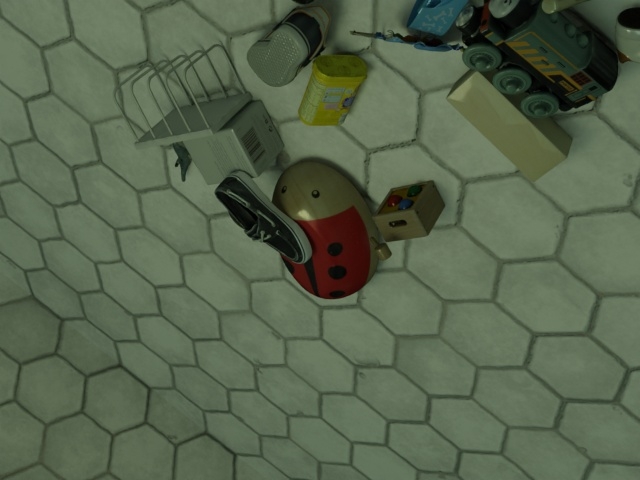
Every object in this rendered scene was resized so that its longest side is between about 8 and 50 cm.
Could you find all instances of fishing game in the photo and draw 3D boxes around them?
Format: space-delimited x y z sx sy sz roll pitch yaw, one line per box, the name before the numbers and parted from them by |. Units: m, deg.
fishing game | 0.202 -0.423 1.770 0.264 0.189 0.041 18 109 32

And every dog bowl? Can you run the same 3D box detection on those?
dog bowl | 0.268 -0.519 1.642 0.074 0.165 0.297 27 139 -9

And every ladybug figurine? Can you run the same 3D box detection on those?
ladybug figurine | 0.000 0.000 2.300 0.305 0.162 0.449 5 131 30

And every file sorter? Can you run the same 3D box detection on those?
file sorter | -0.361 -0.370 2.170 0.278 0.193 0.173 -5 123 37

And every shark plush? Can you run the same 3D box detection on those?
shark plush | -0.400 -0.236 2.413 0.073 0.067 0.161 30 139 6

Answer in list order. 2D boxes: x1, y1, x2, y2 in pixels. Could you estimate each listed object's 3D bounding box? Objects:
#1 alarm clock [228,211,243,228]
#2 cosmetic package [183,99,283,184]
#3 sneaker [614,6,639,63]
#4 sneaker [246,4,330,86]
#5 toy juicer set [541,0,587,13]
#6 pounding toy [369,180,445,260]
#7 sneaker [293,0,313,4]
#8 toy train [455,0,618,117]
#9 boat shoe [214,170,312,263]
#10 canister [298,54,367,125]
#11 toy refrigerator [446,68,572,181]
alarm clock | -0.214 -0.100 2.427 0.129 0.064 0.192 -18 114 43
cosmetic package | -0.228 -0.254 2.218 0.184 0.151 0.151 -4 125 35
sneaker | 0.694 -0.352 1.569 0.290 0.106 0.123 19 147 29
sneaker | -0.066 -0.449 1.964 0.126 0.127 0.321 49 162 -14
toy juicer set | 0.396 -0.530 1.502 0.329 0.209 0.089 48 139 -14
pounding toy | 0.180 -0.049 2.101 0.181 0.206 0.094 -9 122 39
sneaker | -0.136 -0.637 1.835 0.343 0.134 0.146 45 146 2
toy train | 0.421 -0.368 1.647 0.334 0.142 0.190 30 147 -29
boat shoe | -0.149 -0.040 2.163 0.301 0.102 0.108 49 139 -11
canister | 0.024 -0.349 1.991 0.126 0.073 0.170 -5 147 -23
toy refrigerator | 0.411 -0.264 1.835 0.269 0.094 0.102 41 132 -8
